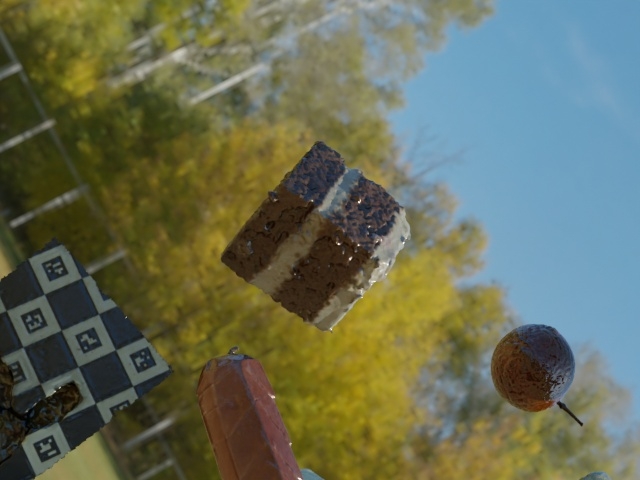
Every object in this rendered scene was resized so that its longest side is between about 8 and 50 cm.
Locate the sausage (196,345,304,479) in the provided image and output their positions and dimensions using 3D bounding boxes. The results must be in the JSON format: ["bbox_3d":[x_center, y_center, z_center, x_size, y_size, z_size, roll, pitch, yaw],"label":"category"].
[{"bbox_3d":[-0.057,0.160,1.159,0.065,0.065,0.169,86,-16,-67],"label":"sausage"}]

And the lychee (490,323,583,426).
[{"bbox_3d":[0.257,0.161,1.742,0.140,0.101,0.114,78,-3,-62],"label":"lychee"}]

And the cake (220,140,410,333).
[{"bbox_3d":[0.000,0.000,1.504,0.147,0.135,0.134,42,35,-2],"label":"cake"}]

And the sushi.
[{"bbox_3d":[-0.321,0.156,1.500,0.192,0.279,0.043,49,-20,2],"label":"sushi"}]

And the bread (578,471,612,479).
[{"bbox_3d":[0.343,0.387,1.874,0.141,0.148,0.134,59,-32,24],"label":"bread"}]

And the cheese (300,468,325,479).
[{"bbox_3d":[-0.032,0.381,1.602,0.242,0.124,0.265,47,27,23],"label":"cheese"}]
